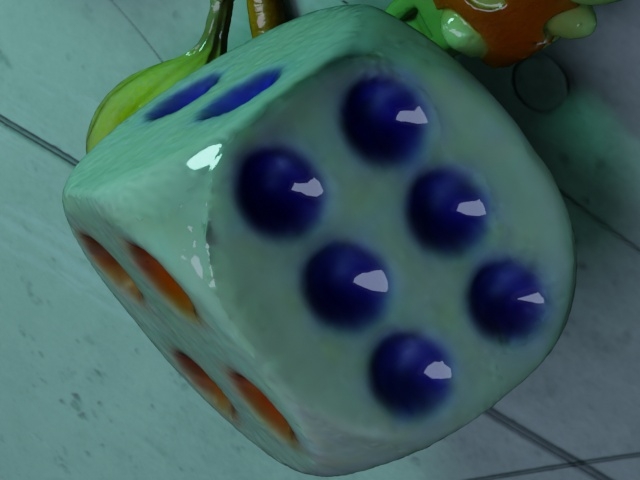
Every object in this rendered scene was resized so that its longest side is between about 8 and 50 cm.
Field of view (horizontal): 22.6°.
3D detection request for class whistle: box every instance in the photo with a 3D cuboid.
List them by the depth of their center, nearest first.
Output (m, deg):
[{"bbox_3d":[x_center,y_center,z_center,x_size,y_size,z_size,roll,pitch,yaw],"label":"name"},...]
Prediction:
[{"bbox_3d":[0.129,-0.181,1.030,0.288,0.106,0.131,-30,88,46],"label":"whistle"}]

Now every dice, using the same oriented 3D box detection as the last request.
[{"bbox_3d":[0.000,0.000,1.096,0.259,0.243,0.251,56,161,-17],"label":"dice"}]

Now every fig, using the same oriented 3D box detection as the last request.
[{"bbox_3d":[-0.118,-0.101,1.258,0.143,0.160,0.231,-8,118,0],"label":"fig"}]

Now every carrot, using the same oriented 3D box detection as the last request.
[{"bbox_3d":[-0.041,-0.172,1.229,0.037,0.037,0.190,5,116,38],"label":"carrot"}]
